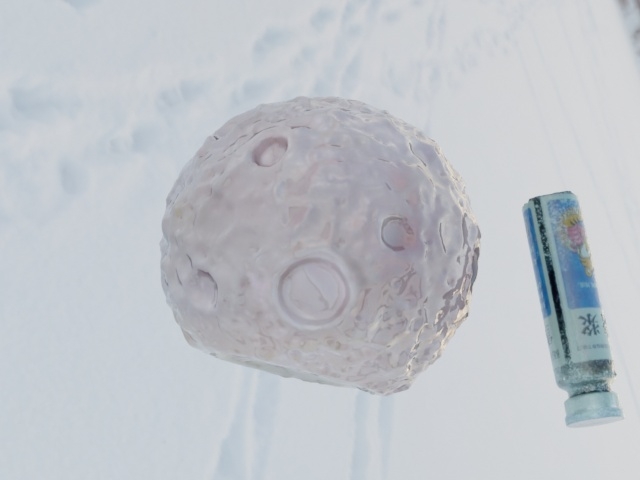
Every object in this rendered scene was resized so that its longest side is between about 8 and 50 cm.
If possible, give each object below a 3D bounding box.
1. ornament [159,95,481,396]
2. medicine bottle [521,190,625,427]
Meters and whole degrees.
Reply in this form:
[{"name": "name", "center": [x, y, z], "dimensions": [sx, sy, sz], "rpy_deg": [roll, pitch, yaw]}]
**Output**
[{"name": "ornament", "center": [0.000, 0.000, 0.806], "dimensions": [0.259, 0.259, 0.225], "rpy_deg": [31, 70, -61]}, {"name": "medicine bottle", "center": [0.206, 0.055, 0.817], "dimensions": [0.051, 0.051, 0.191], "rpy_deg": [29, 50, -62]}]
